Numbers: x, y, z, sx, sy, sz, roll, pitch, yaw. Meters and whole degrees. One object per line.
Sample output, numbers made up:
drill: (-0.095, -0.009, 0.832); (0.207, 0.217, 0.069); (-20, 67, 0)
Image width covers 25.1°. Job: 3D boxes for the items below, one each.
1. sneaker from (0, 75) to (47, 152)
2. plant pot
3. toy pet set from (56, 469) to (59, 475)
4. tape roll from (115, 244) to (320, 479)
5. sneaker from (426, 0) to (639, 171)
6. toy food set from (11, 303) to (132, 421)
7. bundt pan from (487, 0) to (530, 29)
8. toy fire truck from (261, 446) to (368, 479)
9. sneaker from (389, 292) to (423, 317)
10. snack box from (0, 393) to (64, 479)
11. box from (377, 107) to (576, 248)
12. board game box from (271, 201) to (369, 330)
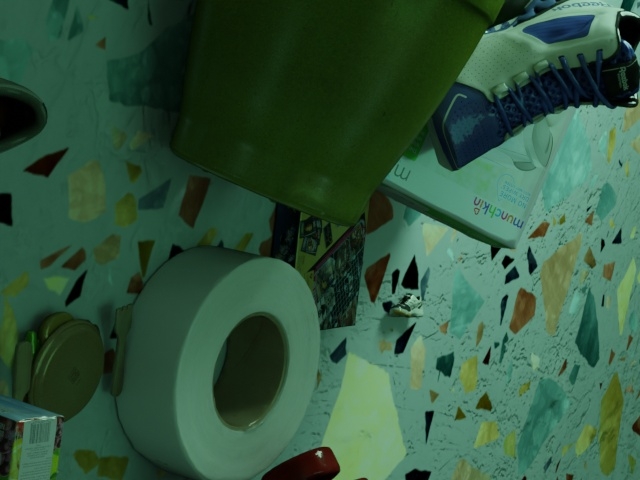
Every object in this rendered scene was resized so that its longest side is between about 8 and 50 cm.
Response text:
sneaker: (-0.370, -0.106, 1.329); (0.271, 0.108, 0.100); (-26, 121, -48)
plant pot: (-0.002, -0.217, 1.655); (0.366, 0.366, 0.353); (16, 98, -55)
toy pet set: (-0.332, 0.243, 1.510); (0.122, 0.065, 0.114); (-53, 163, 28)
tape roll: (-0.121, 0.152, 1.765); (0.286, 0.100, 0.286); (-22, 117, -51)
sneaker: (0.283, -0.205, 1.751); (0.315, 0.182, 0.127); (-40, 129, -20)
toy food set: (-0.286, 0.139, 1.589); (0.192, 0.038, 0.132); (-18, 121, -57)
bundt pan: (0.247, -0.430, 1.882); (0.331, 0.124, 0.331); (2, 86, -23)
toy fire truck: (-0.084, 0.380, 1.734); (0.254, 0.302, 0.169); (-8, 67, -50)
sneaker: (0.128, 0.098, 2.172); (0.083, 0.032, 0.037); (7, 80, -60)
snack box: (-0.345, 0.254, 1.408); (0.070, 0.174, 0.207); (0, 99, -53)
box: (0.173, -0.146, 1.897); (0.262, 0.127, 0.231); (26, 86, -28)
board game box: (0.000, 0.000, 1.944); (0.165, 0.042, 0.243); (-3, 101, -55)
